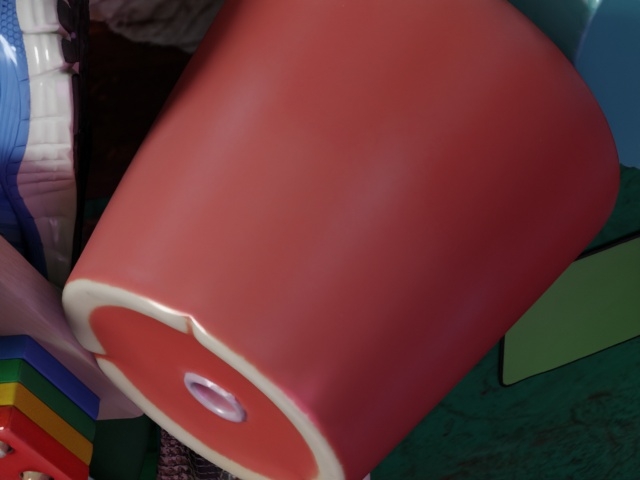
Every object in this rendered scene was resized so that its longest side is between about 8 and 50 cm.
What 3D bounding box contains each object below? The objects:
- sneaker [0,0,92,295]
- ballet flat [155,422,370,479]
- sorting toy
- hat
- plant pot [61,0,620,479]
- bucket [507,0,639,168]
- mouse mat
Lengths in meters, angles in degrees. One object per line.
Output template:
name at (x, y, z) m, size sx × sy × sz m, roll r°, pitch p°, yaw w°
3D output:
sneaker at (-0.212, -0.042, 0.991) m, size 0.147 × 0.130 × 0.330 m, roll 4°, pitch 142°, yaw -5°
ballet flat at (-0.058, 0.219, 1.293) m, size 0.164 × 0.182 × 0.483 m, roll -38°, pitch 153°, yaw -42°
sorting toy at (-0.275, 0.075, 0.983) m, size 0.255 × 0.089 × 0.257 m, roll -6°, pitch 148°, yaw 23°
hat at (-0.148, 0.094, 1.202) m, size 0.173 × 0.208 × 0.183 m, roll 38°, pitch 68°, yaw -15°
plant pot at (0.000, 0.000, 0.966) m, size 0.243 × 0.275 × 0.275 m, roll -54°, pitch 149°, yaw -23°
bucket at (0.213, -0.189, 1.031) m, size 0.281 × 0.183 × 0.281 m, roll -18°, pitch 140°, yaw -16°
mouse mat at (0.241, 0.054, 1.462) m, size 0.190 × 0.007 × 0.152 m, roll -19°, pitch 140°, yaw -13°
